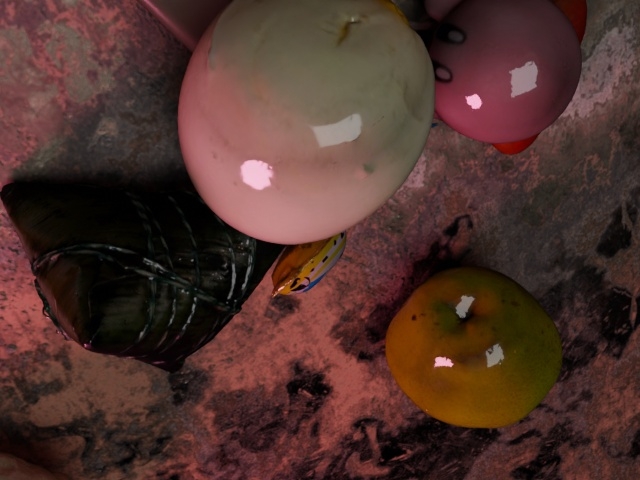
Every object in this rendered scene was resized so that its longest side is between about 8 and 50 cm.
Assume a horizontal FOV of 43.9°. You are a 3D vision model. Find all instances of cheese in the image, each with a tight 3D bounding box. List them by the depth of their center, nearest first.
[{"bbox_3d":[0.000,0.000,1.137,0.064,0.250,0.156,42,130,-7],"label":"cheese"}]

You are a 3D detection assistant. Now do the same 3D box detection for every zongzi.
[{"bbox_3d":[-0.180,0.014,1.066,0.362,0.319,0.383,-44,146,3],"label":"zongzi"}]

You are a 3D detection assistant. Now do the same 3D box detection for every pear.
[{"bbox_3d":[0.255,0.182,1.336,0.294,0.294,0.294,-11,123,-19],"label":"pear"}]

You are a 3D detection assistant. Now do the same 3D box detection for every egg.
[{"bbox_3d":[-0.025,-0.135,0.925,0.283,0.283,0.345,-5,152,-22],"label":"egg"}]

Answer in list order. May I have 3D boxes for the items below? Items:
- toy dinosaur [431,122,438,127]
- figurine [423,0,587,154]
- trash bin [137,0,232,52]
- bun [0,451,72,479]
[{"bbox_3d":[0.015,-0.116,1.164,0.329,0.076,0.144,-37,135,3],"label":"toy dinosaur"},{"bbox_3d":[0.269,-0.243,1.120,0.261,0.211,0.270,8,114,-29],"label":"figurine"},{"bbox_3d":[-0.179,-0.351,0.909,0.164,0.122,0.240,-43,129,4],"label":"trash bin"},{"bbox_3d":[-0.507,0.453,1.181,0.359,0.211,0.360,-11,132,-12],"label":"bun"}]
